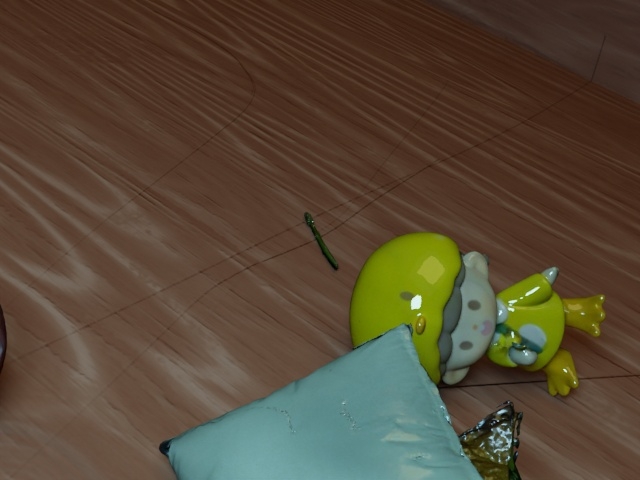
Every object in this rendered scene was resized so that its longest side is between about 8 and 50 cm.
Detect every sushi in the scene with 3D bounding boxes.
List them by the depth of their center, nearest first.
[{"bbox_3d":[0.185,0.325,1.014,0.140,0.149,0.287,-8,48,19],"label":"sushi"}]

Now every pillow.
[{"bbox_3d":[0.011,0.255,0.984,0.312,0.119,0.310,-27,50,-1],"label":"pillow"}]

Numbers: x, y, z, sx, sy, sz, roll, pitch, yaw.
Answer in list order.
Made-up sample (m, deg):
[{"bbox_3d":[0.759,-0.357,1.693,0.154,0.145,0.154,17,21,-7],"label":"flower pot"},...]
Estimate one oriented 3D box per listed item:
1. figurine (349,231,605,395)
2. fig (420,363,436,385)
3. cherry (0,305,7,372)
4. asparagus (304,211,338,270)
[{"bbox_3d":[0.205,0.114,1.330,0.343,0.215,0.187,14,-2,-18],"label":"figurine"},{"bbox_3d":[0.100,0.250,1.133,0.159,0.159,0.257,-14,61,-41],"label":"fig"},{"bbox_3d":[-0.457,0.104,1.037,0.239,0.206,0.239,-3,1,0],"label":"cherry"},{"bbox_3d":[0.000,0.000,1.593,0.016,0.013,0.166,-33,39,2],"label":"asparagus"}]
